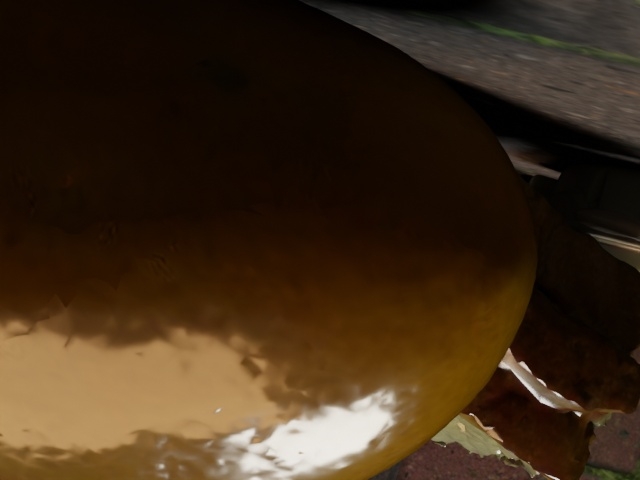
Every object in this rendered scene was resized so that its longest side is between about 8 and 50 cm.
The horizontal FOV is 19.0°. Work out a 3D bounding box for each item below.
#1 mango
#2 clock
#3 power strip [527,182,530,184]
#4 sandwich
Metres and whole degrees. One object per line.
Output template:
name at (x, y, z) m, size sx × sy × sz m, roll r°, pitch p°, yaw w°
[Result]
mango at (-0.131, -0.009, 0.771) m, size 0.446 × 0.232 × 0.300 m, roll 5°, pitch 139°, yaw 17°
clock at (0.197, 0.000, 1.109) m, size 0.151 × 0.062 × 0.191 m, roll 17°, pitch 178°, yaw -1°
power strip at (0.200, 0.003, 1.329) m, size 0.253 × 0.054 × 0.167 m, roll 17°, pitch 176°, yaw -28°
sandwich at (-0.001, 0.000, 1.063) m, size 0.262 × 0.131 × 0.325 m, roll 36°, pitch 167°, yaw -31°
